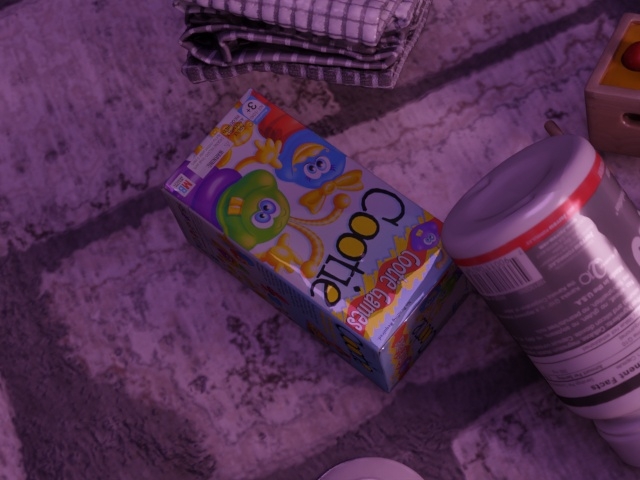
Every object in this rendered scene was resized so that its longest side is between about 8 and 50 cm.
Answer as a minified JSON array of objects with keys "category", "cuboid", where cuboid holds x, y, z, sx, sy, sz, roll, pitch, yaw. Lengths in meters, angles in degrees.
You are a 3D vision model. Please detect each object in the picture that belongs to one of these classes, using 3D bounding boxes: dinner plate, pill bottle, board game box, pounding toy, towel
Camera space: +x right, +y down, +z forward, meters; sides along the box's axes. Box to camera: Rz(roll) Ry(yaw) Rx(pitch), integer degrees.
[{"category":"dinner plate","cuboid":[0.047,0.276,1.445,0.141,0.017,0.141,-3,68,8]},{"category":"pill bottle","cuboid":[0.252,0.058,1.368,0.161,0.161,0.283,-42,106,-10]},{"category":"board game box","cuboid":[0.000,0.000,1.493,0.275,0.144,0.142,36,76,18]},{"category":"pounding toy","cuboid":[0.307,-0.134,1.498,0.181,0.094,0.206,12,51,26]},{"category":"towel","cuboid":[-0.009,-0.252,1.556,0.235,0.121,0.284,11,34,10]}]

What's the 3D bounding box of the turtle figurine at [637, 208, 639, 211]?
[{"category":"turtle figurine","cuboid":[0.392,0.013,1.457,0.234,0.118,0.175,-3,105,9]}]
